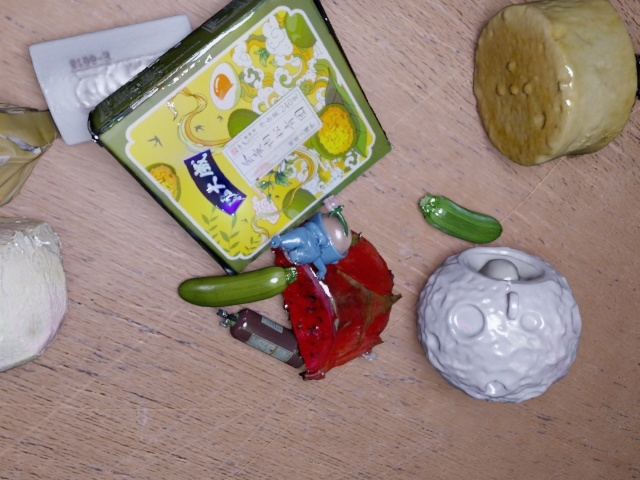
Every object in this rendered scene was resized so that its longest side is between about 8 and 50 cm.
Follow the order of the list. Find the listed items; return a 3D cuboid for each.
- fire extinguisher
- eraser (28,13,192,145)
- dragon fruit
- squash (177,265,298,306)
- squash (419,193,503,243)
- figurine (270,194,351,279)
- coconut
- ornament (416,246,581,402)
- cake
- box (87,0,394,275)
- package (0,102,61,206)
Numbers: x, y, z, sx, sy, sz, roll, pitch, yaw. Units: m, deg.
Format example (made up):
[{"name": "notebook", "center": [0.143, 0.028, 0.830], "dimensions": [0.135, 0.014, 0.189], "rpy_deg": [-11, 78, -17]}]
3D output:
[{"name": "fire extinguisher", "center": [-0.125, 0.197, 1.102], "dimensions": [0.231, 0.099, 0.071], "rpy_deg": [32, 76, -20]}, {"name": "eraser", "center": [-0.347, -0.288, 0.930], "dimensions": [0.270, 0.095, 0.174], "rpy_deg": [-17, 111, -12]}, {"name": "dragon fruit", "center": [0.053, 0.104, 1.104], "dimensions": [0.282, 0.100, 0.343], "rpy_deg": [-19, 95, -25]}, {"name": "squash", "center": [-0.169, 0.096, 1.048], "dimensions": [0.258, 0.069, 0.069], "rpy_deg": [-9, 106, 10]}, {"name": "squash", "center": [0.318, -0.044, 1.175], "dimensions": [0.219, 0.068, 0.077], "rpy_deg": [22, 108, -19]}, {"name": "figurine", "center": [0.000, -0.005, 0.965], "dimensions": [0.144, 0.178, 0.114], "rpy_deg": [-47, 70, 32]}, {"name": "coconut", "center": [-0.577, 0.098, 0.864], "dimensions": [0.297, 0.297, 0.255], "rpy_deg": [0, 99, -15]}, {"name": "ornament", "center": [0.371, 0.184, 1.106], "dimensions": [0.337, 0.337, 0.337], "rpy_deg": [-3, 104, -14]}, {"name": "cake", "center": [0.515, -0.329, 1.028], "dimensions": [0.321, 0.332, 0.332], "rpy_deg": [-16, 107, -12]}, {"name": "box", "center": [-0.121, -0.196, 0.933], "dimensions": [0.420, 0.138, 0.373], "rpy_deg": [-39, 129, -2]}, {"name": "package", "center": [-0.525, -0.140, 0.803], "dimensions": [0.165, 0.311, 0.221], "rpy_deg": [-12, 105, -9]}]
